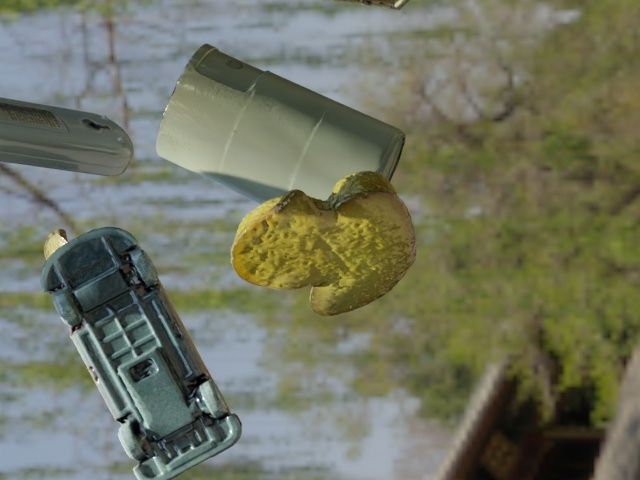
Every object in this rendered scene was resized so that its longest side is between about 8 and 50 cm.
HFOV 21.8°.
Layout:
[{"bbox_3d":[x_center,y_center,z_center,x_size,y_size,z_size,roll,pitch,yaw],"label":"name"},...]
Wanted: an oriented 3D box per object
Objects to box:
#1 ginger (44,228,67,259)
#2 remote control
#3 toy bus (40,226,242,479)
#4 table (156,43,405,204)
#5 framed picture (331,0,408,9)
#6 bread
[{"bbox_3d":[-0.305,0.013,1.926,0.097,0.030,0.048,-104,14,-50],"label":"ginger"},{"bbox_3d":[-0.301,-0.114,1.763,0.244,0.087,0.047,6,-59,-44],"label":"remote control"},{"bbox_3d":[-0.189,0.114,1.743,0.265,0.121,0.120,61,180,-1],"label":"toy bus"},{"bbox_3d":[-0.039,-0.095,1.655,0.126,0.220,0.126,24,-90,-83],"label":"table"},{"bbox_3d":[0.000,-0.200,1.282,0.109,0.149,0.011,173,102,-81],"label":"framed picture"},{"bbox_3d":[0.000,0.000,1.356,0.188,0.149,0.065,80,176,-61],"label":"bread"}]
